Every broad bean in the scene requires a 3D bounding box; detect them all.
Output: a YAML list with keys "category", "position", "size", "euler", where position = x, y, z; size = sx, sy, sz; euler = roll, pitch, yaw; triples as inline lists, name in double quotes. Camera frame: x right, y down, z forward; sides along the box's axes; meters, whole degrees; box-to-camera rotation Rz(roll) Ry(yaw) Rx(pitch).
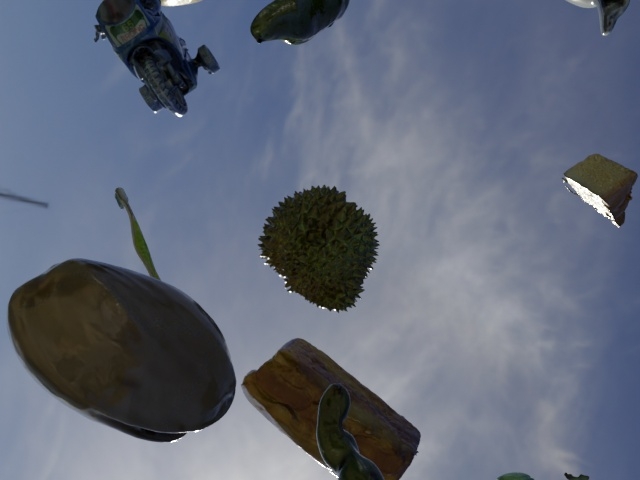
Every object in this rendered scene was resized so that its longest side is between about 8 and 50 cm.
- category: "broad bean"
  position: [-0.009, -0.237, 0.917]
  size: [0.046, 0.195, 0.061]
  euler: [38, -63, 6]
- category: "broad bean"
  position: [0.040, 0.257, 0.973]
  size: [0.070, 0.048, 0.213]
  euler: [-60, -140, 43]

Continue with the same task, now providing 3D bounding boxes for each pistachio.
- category: "pistachio"
  position: [-0.178, 0.104, 0.818]
  size: [0.138, 0.238, 0.153]
  euler: [-27, -132, 32]

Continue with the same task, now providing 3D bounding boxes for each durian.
- category: "durian"
  position: [0.001, 0.001, 1.561]
  size: [0.176, 0.200, 0.237]
  euler: [-61, -150, 21]

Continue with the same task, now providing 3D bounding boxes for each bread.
- category: "bread"
  position: [0.018, 0.333, 1.650]
  size: [0.344, 0.195, 0.149]
  euler: [38, -77, 7]
- category: "bread"
  position: [0.382, -0.059, 1.247]
  size: [0.084, 0.080, 0.109]
  euler: [40, -29, 33]

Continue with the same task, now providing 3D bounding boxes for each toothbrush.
- category: "toothbrush"
  position: [-0.285, 0.013, 1.434]
  size: [0.263, 0.022, 0.026]
  euler: [60, -42, 30]

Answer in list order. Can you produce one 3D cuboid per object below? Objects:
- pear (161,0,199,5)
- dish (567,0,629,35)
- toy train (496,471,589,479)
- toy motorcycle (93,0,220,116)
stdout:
- category: "pear"
  position: [-0.238, -0.472, 1.417]
  size: [0.197, 0.197, 0.197]
  euler: [-14, -108, 51]
- category: "dish"
  position: [0.320, -0.384, 1.137]
  size: [0.224, 0.078, 0.246]
  euler: [103, -18, -69]
- category: "toy train"
  position: [0.248, 0.350, 0.946]
  size: [0.163, 0.112, 0.203]
  euler: [-9, -109, 22]
- category: "toy motorcycle"
  position: [-0.185, -0.218, 0.977]
  size: [0.092, 0.135, 0.254]
  euler: [-32, -158, 7]
